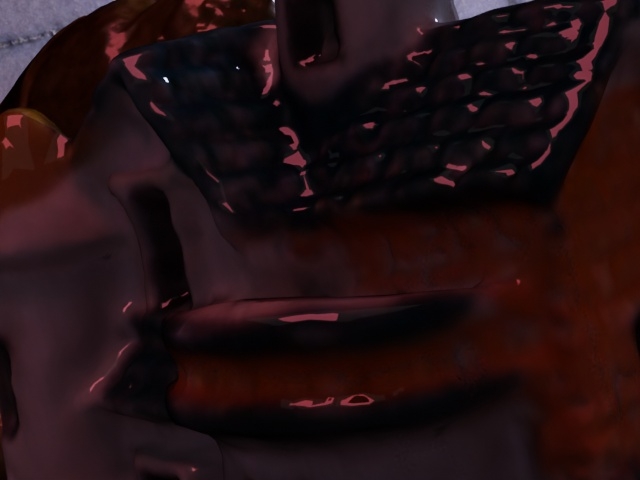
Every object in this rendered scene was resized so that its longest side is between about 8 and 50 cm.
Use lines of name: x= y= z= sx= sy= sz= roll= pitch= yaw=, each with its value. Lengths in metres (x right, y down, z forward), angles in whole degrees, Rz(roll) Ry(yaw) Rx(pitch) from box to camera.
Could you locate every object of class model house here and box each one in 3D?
model house: x=-0.006 y=0.008 z=0.413 sx=0.190 sy=0.301 sz=0.271 roll=-15 pitch=8 yaw=-40

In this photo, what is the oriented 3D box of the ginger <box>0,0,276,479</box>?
ginger: x=-0.135 y=0.003 z=0.713 sx=0.357 sy=0.152 sz=0.274 roll=-47 pitch=12 yaw=10
